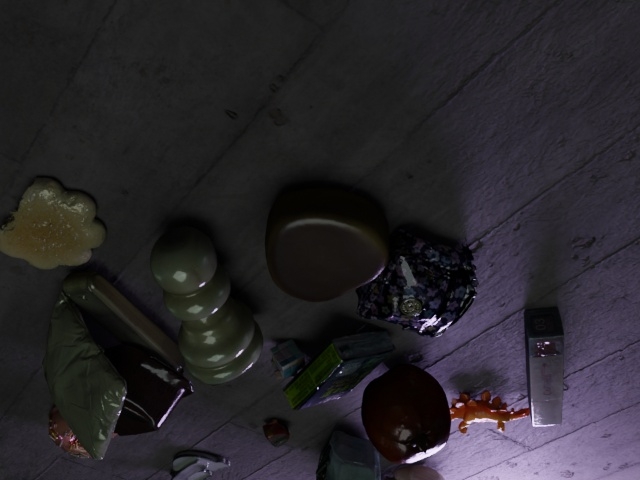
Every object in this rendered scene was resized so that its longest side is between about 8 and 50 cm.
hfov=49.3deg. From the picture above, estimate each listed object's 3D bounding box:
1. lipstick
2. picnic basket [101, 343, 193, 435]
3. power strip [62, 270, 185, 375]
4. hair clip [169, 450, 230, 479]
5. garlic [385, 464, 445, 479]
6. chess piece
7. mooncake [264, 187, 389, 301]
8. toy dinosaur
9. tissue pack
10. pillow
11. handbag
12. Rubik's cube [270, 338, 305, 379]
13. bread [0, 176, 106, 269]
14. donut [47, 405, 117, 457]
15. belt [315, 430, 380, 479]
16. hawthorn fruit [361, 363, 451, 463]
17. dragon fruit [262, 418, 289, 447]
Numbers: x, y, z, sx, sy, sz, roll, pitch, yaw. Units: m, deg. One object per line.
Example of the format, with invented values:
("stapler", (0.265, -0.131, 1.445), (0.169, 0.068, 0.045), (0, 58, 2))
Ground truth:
("lipstick", (0.510, 0.298, 1.589), (0.076, 0.080, 0.372), (-8, 135, 11))
("picnic basket", (-0.456, 0.361, 1.636), (0.222, 0.129, 0.296), (42, 141, -23))
("power strip", (-0.416, 0.195, 1.564), (0.092, 0.066, 0.388), (-8, 135, 29))
("hair clip", (-0.384, 0.687, 2.095), (0.140, 0.054, 0.220), (34, 127, -22))
("garlic", (0.237, 0.789, 2.060), (0.203, 0.185, 0.281), (36, 133, -4))
("chess piece", (-0.241, 0.118, 1.401), (0.182, 0.182, 0.331), (-7, 130, 12))
("mooncake", (0.000, 0.000, 1.287), (0.234, 0.117, 0.235), (3, 133, 3))
("toy dinosaur", (0.385, 0.428, 1.748), (0.288, 0.070, 0.117), (-6, 125, 5))
("tissue pack", (0.041, 0.291, 1.580), (0.173, 0.073, 0.235), (-6, 148, -39))
("pillow", (-0.520, 0.297, 1.500), (0.076, 0.281, 0.274), (-16, 143, -43))
("handbag", (0.193, 0.097, 1.370), (0.207, 0.127, 0.229), (19, 126, -14))
("Rubik's cube", (-0.077, 0.277, 1.616), (0.075, 0.084, 0.073), (-13, 134, -9))
("bread", (-0.522, -0.016, 1.368), (0.181, 0.039, 0.250), (31, 130, -25))
("donut", (-0.647, 0.512, 1.904), (0.199, 0.085, 0.233), (26, 131, -20))
("belt", (0.070, 0.641, 1.896), (0.149, 0.207, 0.258), (11, 144, -11))
("hawthorn fruit", (0.200, 0.404, 1.604), (0.215, 0.250, 0.216), (-2, 107, -5))
("dragon fruit", (-0.117, 0.518, 1.890), (0.060, 0.056, 0.083), (-29, 139, 1))
